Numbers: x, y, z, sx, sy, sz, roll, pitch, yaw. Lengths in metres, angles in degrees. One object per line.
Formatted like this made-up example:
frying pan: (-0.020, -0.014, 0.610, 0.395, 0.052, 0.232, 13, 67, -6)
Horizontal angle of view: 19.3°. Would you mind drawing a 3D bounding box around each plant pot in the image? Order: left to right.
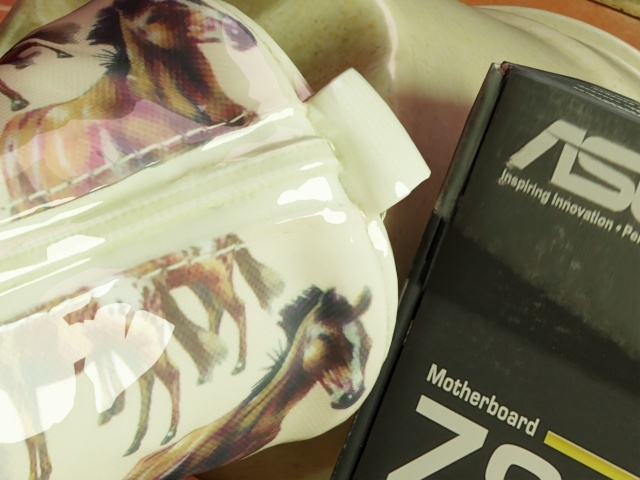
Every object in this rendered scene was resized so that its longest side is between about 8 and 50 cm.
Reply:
plant pot: (0.000, 0.000, 0.883, 0.334, 0.333, 0.305, 27, 1, 31)

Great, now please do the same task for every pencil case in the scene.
pencil case: (-0.166, 0.048, 0.517, 0.410, 0.159, 0.183, -23, 6, -34)

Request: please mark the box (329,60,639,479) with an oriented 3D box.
box: (0.181, 0.154, 0.641, 0.395, 0.318, 0.097, 27, 12, 29)
